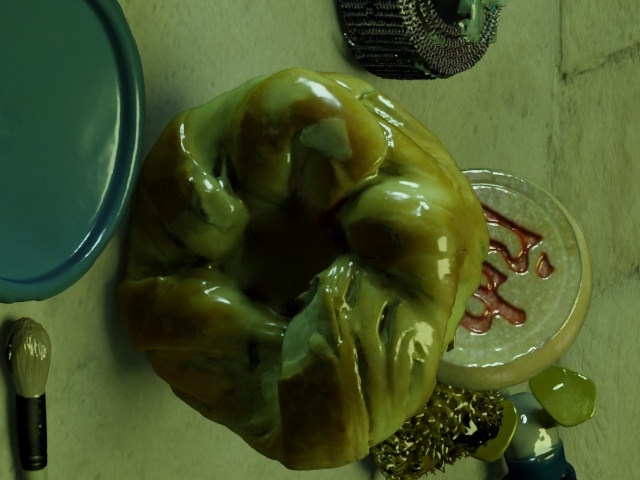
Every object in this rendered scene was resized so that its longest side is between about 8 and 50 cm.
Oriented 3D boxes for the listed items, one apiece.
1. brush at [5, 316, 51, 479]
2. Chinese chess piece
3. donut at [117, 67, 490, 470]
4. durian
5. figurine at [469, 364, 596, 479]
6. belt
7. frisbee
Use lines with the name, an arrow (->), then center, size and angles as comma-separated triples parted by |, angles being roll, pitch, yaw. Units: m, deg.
brush -> -0.252, 0.210, 1.293 | 0.042, 0.039, 0.299 | -117, -153, -73
Chinese chess piece -> 0.192, 0.046, 1.779 | 0.112, 0.270, 0.270 | 65, 40, -72
donut -> -0.020, 0.026, 1.340 | 0.170, 0.360, 0.360 | -8, 103, -61
durian -> 0.149, 0.227, 1.875 | 0.193, 0.137, 0.237 | 31, 71, -58
figurine -> 0.343, 0.365, 2.198 | 0.338, 0.204, 0.284 | 51, 26, -66
belt -> 0.121, -0.350, 1.720 | 0.260, 0.122, 0.325 | -10, 102, -52
frisbee -> -0.243, -0.091, 1.219 | 0.289, 0.049, 0.290 | -29, 123, -58
